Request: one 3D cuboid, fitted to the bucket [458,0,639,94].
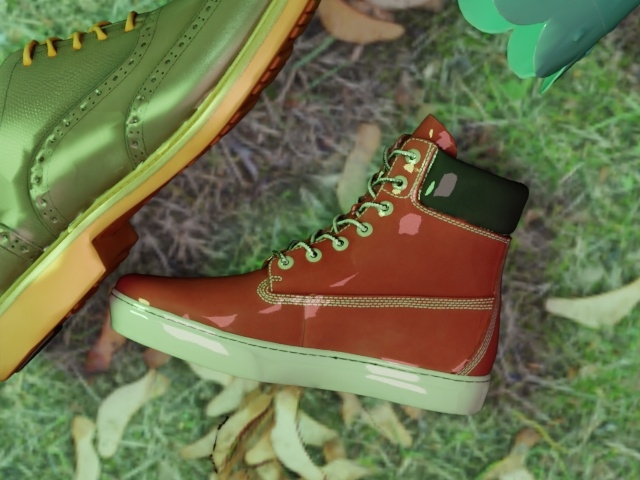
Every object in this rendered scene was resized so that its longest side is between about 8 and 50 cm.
[{"bbox_3d":[0.111,-0.243,1.072,0.183,0.281,0.281,-36,99,2],"label":"bucket"}]

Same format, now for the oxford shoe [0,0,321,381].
[{"bbox_3d":[-0.119,-0.088,1.159,0.132,0.130,0.364,41,96,-2],"label":"oxford shoe"}]

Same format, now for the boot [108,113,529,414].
[{"bbox_3d":[0.000,0.000,1.199,0.244,0.088,0.176,9,99,-12],"label":"boot"}]
